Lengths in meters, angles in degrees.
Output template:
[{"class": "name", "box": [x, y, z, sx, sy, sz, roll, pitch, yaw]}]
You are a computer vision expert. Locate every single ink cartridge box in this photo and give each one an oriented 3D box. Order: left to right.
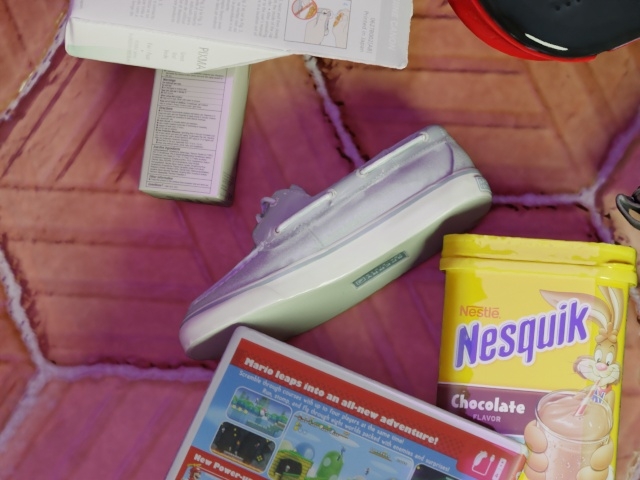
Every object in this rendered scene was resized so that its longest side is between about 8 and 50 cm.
[{"class": "ink cartridge box", "box": [-0.049, -0.198, 1.329, 0.225, 0.056, 0.181, 9, 66, -6]}]

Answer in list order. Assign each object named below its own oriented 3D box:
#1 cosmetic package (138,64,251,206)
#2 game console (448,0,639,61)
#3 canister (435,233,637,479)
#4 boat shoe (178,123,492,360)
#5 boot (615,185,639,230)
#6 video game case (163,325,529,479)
[{"class": "cosmetic package", "box": [-0.084, -0.084, 1.340, 0.060, 0.041, 0.115, 8, 84, 12]}, {"class": "game console", "box": [0.172, -0.319, 1.112, 0.342, 0.060, 0.386, -23, 95, -18]}, {"class": "canister", "box": [0.135, 0.086, 1.260, 0.126, 0.073, 0.170, 4, 85, 12]}, {"class": "boat shoe", "box": [0.000, -0.001, 1.302, 0.227, 0.079, 0.081, -29, 68, 2]}, {"class": "boot", "box": [0.343, 0.003, 1.227, 0.263, 0.091, 0.229, -23, 71, 0]}, {"class": "video game case", "box": [-0.021, 0.218, 1.210, 0.204, 0.025, 0.285, 22, 79, 17]}]
